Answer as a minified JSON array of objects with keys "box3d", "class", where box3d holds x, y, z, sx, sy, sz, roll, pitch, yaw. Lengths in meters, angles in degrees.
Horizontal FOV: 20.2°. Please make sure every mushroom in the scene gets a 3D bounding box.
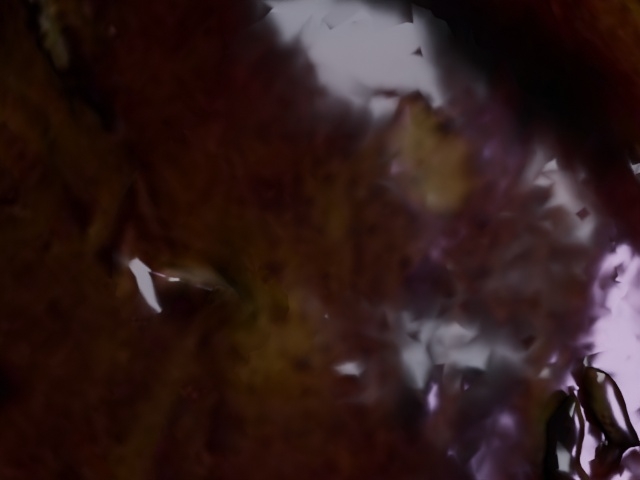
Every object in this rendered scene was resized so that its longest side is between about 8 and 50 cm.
[{"box3d":[0.000,0.000,0.617,0.345,0.259,0.345,2,99,9],"class":"mushroom"}]
